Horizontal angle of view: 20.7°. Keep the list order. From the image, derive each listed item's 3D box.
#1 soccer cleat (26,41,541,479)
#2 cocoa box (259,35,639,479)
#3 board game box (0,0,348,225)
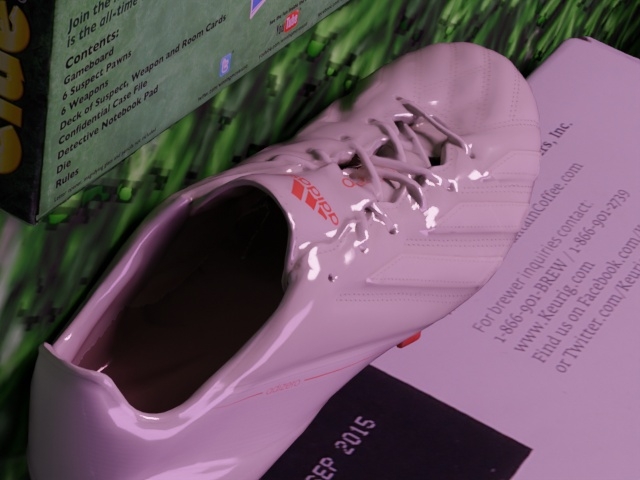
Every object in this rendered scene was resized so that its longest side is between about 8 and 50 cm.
[{"bbox_3d":[0.000,0.000,0.452,0.196,0.068,0.076,-46,152,-33],"label":"soccer cleat"},{"bbox_3d":[0.083,0.136,0.581,0.347,0.231,0.228,-44,152,-43],"label":"cocoa box"},{"bbox_3d":[0.013,-0.118,0.387,0.260,0.030,0.136,-41,153,-47],"label":"board game box"}]
